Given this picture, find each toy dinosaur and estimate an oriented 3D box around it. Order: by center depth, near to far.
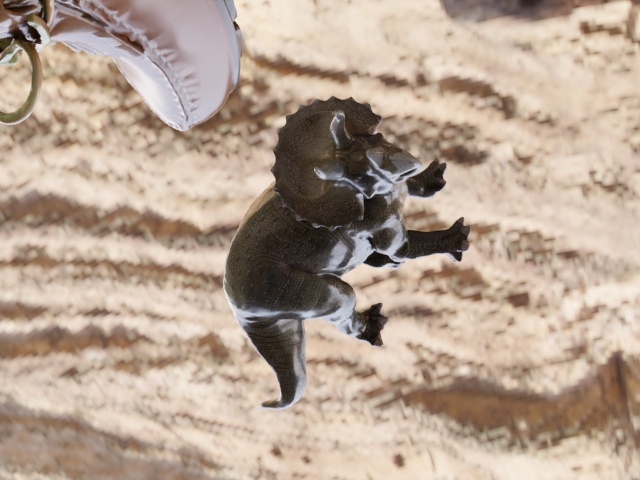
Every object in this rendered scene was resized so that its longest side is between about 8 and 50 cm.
[{"bbox_3d":[0.000,0.000,1.214,0.160,0.313,0.121,14,-131,-25],"label":"toy dinosaur"}]

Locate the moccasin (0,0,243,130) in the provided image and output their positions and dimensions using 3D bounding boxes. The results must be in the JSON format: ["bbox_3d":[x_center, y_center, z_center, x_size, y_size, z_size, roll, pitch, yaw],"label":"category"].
[{"bbox_3d":[-0.159,-0.151,0.854,0.139,0.380,0.147,37,-94,28],"label":"moccasin"}]
